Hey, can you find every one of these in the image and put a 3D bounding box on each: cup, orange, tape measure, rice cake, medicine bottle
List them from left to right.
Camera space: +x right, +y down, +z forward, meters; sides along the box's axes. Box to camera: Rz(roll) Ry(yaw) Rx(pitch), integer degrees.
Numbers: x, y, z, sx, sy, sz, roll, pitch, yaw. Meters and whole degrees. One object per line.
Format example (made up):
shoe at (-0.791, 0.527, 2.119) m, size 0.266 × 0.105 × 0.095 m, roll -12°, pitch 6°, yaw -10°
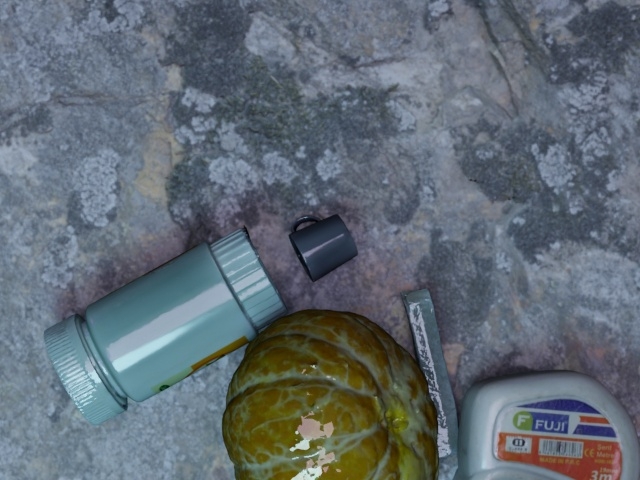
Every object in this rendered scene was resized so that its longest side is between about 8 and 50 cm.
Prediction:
medicine bottle at (-0.211, 0.116, 1.880) m, size 0.318 × 0.158 × 0.158 m, roll -29°, pitch 88°, yaw 0°
cup at (0.000, 0.000, 1.932) m, size 0.077 × 0.078 × 0.100 m, roll -28°, pitch 57°, yaw -6°
orange at (0.010, 0.253, 1.800) m, size 0.249 × 0.329 × 0.329 m, roll -27°, pitch 87°, yaw 33°
rice cake at (0.160, 0.190, 1.934) m, size 0.045 × 0.042 × 0.245 m, roll -11°, pitch 87°, yaw -5°
tape measure at (0.321, 0.313, 1.885) m, size 0.258 × 0.130 × 0.265 m, roll 6°, pitch 85°, yaw -7°
